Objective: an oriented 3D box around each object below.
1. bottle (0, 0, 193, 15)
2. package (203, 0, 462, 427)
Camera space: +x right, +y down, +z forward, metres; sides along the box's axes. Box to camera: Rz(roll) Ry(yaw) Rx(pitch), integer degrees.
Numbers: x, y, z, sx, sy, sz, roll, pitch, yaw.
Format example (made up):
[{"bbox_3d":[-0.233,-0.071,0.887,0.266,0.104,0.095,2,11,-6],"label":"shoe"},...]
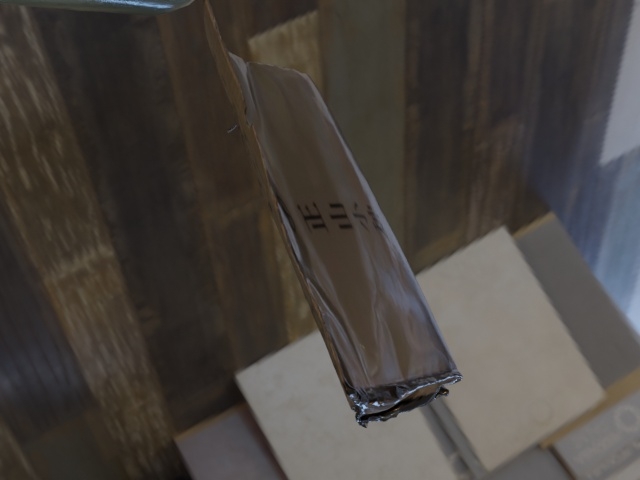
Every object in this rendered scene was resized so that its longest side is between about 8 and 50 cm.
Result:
[{"bbox_3d":[-0.208,-0.218,0.462,0.352,0.229,0.229,-2,134,-39],"label":"bottle"},{"bbox_3d":[0.000,0.000,0.607,0.062,0.204,0.251,-27,165,10],"label":"package"}]
